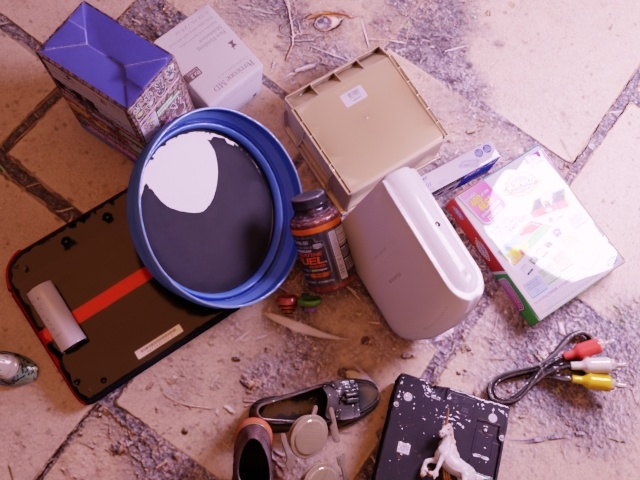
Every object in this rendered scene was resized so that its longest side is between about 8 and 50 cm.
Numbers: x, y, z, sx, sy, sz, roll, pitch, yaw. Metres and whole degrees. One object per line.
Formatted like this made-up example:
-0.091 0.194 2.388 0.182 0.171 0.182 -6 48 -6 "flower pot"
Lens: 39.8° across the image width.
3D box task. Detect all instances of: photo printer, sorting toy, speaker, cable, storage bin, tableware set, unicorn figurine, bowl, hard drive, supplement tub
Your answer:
0.176 0.043 1.751 0.107 0.256 0.308 -24 78 -33 "photo printer"
-0.041 0.135 1.801 0.102 0.061 0.042 5 105 30 "sorting toy"
-0.507 0.147 1.698 0.055 0.055 0.136 -32 85 -13 "speaker"
0.478 0.257 1.814 0.287 0.072 0.140 -7 70 -8 "cable"
0.090 -0.238 1.885 0.262 0.123 0.260 -31 79 -13 "storage bin"
-0.018 0.417 1.695 0.128 0.039 0.194 -23 112 -30 "tableware set"
0.244 0.419 1.668 0.111 0.060 0.162 -39 91 -33 "unicorn figurine"
-0.202 -0.061 1.728 0.391 0.077 0.391 5 82 -41 "bowl"
0.221 0.451 1.710 0.236 0.064 0.339 17 63 -1 "hard drive"
0.000 0.000 1.779 0.106 0.106 0.198 -20 106 -11 "supplement tub"

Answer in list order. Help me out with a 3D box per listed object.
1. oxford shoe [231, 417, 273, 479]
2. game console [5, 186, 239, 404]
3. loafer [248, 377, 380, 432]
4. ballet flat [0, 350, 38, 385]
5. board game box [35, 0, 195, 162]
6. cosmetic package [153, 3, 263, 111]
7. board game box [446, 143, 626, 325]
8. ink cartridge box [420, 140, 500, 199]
-0.130 0.475 1.648 0.096 0.098 0.271 -4 96 -3 "oxford shoe"
-0.399 0.090 1.784 0.386 0.060 0.342 -33 86 -13 "game console"
-0.007 0.327 1.736 0.267 0.084 0.096 -10 74 -9 "loafer"
-0.643 0.237 1.706 0.188 0.070 0.070 12 74 -3 "ballet flat"
-0.385 -0.287 1.742 0.232 0.291 0.141 33 74 14 "board game box"
-0.236 -0.361 1.868 0.151 0.151 0.184 -41 82 -14 "cosmetic package"
0.458 -0.015 1.890 0.242 0.064 0.317 -31 80 -13 "board game box"
0.275 -0.135 1.888 0.207 0.097 0.046 -28 79 -13 "ink cartridge box"
